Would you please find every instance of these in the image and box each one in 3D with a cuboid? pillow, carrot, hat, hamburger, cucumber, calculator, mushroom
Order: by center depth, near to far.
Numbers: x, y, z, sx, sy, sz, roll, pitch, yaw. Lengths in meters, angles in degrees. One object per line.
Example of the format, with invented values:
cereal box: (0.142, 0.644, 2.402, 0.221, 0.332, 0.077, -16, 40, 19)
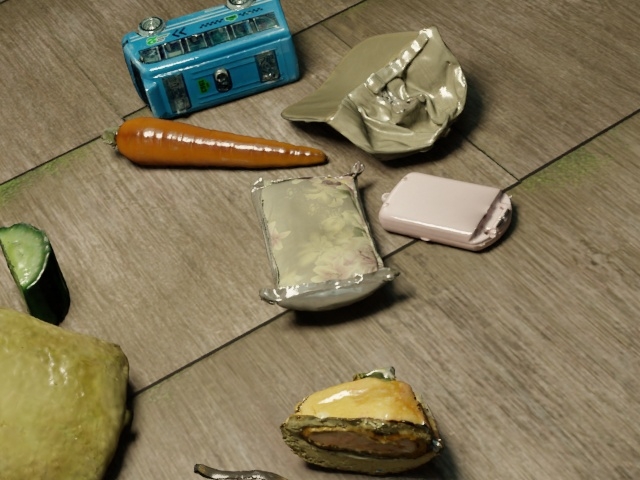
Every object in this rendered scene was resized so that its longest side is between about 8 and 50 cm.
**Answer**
hamburger: (0.055, 0.189, 1.357, 0.176, 0.087, 0.102, -4, 29, 24)
mushroom: (-0.340, 0.172, 1.411, 0.217, 0.212, 0.292, -11, 34, 16)
pillow: (0.000, 0.000, 1.595, 0.169, 0.059, 0.255, -14, 40, 1)
calculator: (0.154, -0.038, 1.609, 0.175, 0.032, 0.100, 14, 48, 29)
cucumber: (-0.356, 0.045, 1.617, 0.062, 0.115, 0.116, -27, 51, -13)
hat: (0.080, -0.187, 1.775, 0.214, 0.149, 0.245, -43, 12, -17)
carrot: (-0.152, -0.126, 1.785, 0.336, 0.069, 0.069, 9, 46, 16)

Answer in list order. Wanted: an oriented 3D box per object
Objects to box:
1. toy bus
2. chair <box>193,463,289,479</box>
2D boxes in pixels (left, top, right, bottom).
toy bus: (-0.161, -0.271, 1.900, 0.246, 0.113, 0.134, -17, 47, -5)
chair: (-0.015, 0.308, 1.200, 0.213, 0.149, 0.174, 0, 42, 11)
